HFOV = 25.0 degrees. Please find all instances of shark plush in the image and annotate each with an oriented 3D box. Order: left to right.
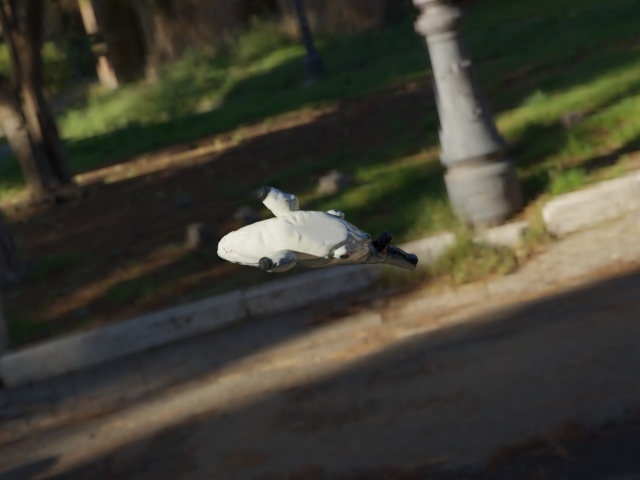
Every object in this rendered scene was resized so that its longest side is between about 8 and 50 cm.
[{"bbox_3d":[0.000,0.000,1.183,0.161,0.073,0.067,-4,-25,-21],"label":"shark plush"}]
